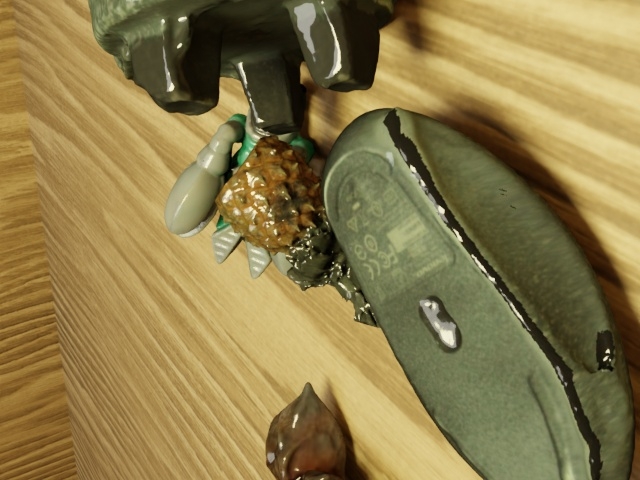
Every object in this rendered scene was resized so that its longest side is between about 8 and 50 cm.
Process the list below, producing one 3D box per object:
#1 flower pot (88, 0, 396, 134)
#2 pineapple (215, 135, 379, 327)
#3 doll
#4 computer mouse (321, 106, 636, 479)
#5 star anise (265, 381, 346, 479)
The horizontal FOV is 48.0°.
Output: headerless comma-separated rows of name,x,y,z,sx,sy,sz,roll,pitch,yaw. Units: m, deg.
flower pot,-0.086,-0.246,0.671,0.299,0.299,0.283,-9,92,58
pineapple,0.000,0.000,0.763,0.237,0.111,0.119,42,176,-3
doll,-0.097,-0.065,0.883,0.194,0.153,0.258,-1,113,26
computer mouse,0.138,0.049,0.608,0.374,0.114,0.203,61,145,6
star anise,-0.012,0.344,0.928,0.315,0.108,0.316,174,90,-85
